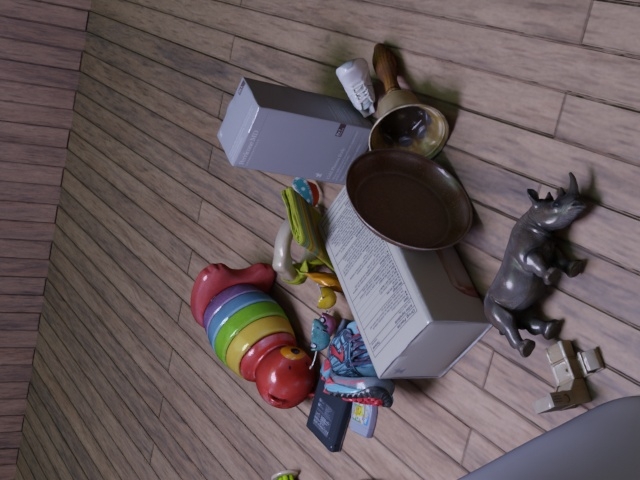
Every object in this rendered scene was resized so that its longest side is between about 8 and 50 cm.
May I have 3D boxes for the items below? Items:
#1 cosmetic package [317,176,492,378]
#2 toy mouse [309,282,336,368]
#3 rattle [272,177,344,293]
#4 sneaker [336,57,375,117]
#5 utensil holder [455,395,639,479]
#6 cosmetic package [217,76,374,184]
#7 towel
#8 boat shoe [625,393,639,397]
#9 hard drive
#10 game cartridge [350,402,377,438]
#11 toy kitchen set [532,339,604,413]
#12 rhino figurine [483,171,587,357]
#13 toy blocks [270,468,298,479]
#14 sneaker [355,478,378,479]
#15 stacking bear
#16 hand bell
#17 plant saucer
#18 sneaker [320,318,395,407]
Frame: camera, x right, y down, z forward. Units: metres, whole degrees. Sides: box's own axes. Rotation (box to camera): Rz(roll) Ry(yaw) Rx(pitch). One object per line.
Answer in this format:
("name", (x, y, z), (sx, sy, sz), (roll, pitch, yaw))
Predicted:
("cosmetic package", (0.121, 0.048, 1.436), (0.153, 0.129, 0.296), (-52, 46, 39))
("toy mouse", (0.006, 0.153, 1.618), (0.161, 0.031, 0.143), (53, -135, -80))
("rattle", (0.001, -0.016, 1.683), (0.142, 0.130, 0.200), (0, 60, 46))
("sneaker", (0.067, -0.255, 1.568), (0.053, 0.152, 0.061), (-24, 72, 8))
("utensil holder", (0.243, 0.355, 0.922), (0.327, 0.385, 0.328), (25, 123, 45))
("cosmetic package", (-0.041, -0.184, 1.607), (0.107, 0.238, 0.127), (58, 133, 42))
("towel", (0.000, 0.000, 1.558), (0.021, 0.237, 0.102), (-21, 63, 15))
("boat shoe", (0.397, 0.199, 1.043), (0.227, 0.081, 0.069), (-33, 56, 47))
("hard drive", (0.020, 0.290, 1.659), (0.094, 0.022, 0.135), (37, 117, 52))
("game cartridge", (0.074, 0.288, 1.585), (0.056, 0.017, 0.083), (11, 96, 53))
("toy kitchen set", (0.307, 0.166, 1.188), (0.068, 0.075, 0.083), (-39, 60, 47))
("rhino figurine", (0.285, 0.024, 1.241), (0.106, 0.073, 0.243), (36, 115, 49))
("toy blocks", (-0.065, 0.515, 1.736), (0.123, 0.054, 0.148), (-48, 49, 44))
("sneaker", (0.094, 0.466, 1.414), (0.366, 0.150, 0.135), (19, 102, 56))
("stacking bear", (-0.112, 0.192, 1.760), (0.289, 0.175, 0.164), (49, 125, 38))
("hand bell", (0.116, -0.242, 1.521), (0.126, 0.126, 0.242), (-57, 32, 36))
("plant saucer", (0.126, -0.053, 1.384), (0.036, 0.198, 0.199), (113, 143, -45))
("sneaker", (0.057, 0.183, 1.490), (0.262, 0.104, 0.125), (-155, 77, -77))
